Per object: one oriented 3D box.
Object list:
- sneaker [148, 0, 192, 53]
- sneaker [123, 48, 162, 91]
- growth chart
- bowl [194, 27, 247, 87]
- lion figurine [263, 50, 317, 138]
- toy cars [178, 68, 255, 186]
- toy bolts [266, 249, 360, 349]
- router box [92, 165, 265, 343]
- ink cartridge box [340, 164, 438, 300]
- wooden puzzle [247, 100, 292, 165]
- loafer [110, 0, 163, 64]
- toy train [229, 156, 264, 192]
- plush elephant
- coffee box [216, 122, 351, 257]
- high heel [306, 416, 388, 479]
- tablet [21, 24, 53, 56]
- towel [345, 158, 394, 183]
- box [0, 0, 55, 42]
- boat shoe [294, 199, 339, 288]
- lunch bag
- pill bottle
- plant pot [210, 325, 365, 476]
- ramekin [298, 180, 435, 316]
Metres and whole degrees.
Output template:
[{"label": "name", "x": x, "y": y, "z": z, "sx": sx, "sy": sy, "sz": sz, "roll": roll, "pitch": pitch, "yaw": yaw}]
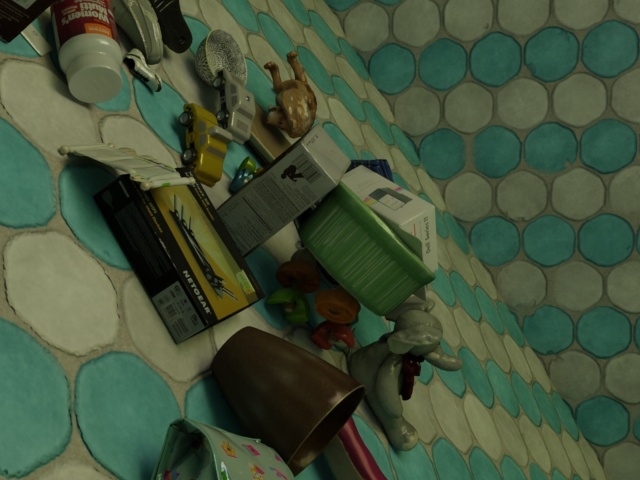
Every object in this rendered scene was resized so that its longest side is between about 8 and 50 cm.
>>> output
[{"label": "sneaker", "x": -0.387, "y": -0.557, "z": 1.877, "sx": 0.130, "sy": 0.087, "sz": 0.228, "roll": 32, "pitch": -25, "yaw": 29}, {"label": "sneaker", "x": -0.397, "y": -0.373, "z": 1.771, "sx": 0.109, "sy": 0.040, "sz": 0.044, "roll": 51, "pitch": 39, "yaw": -9}, {"label": "growth chart", "x": -0.340, "y": -0.137, "z": 1.419, "sx": 0.237, "sy": 0.021, "sz": 0.172, "roll": 23, "pitch": 16, "yaw": 26}, {"label": "bowl", "x": -0.270, "y": -0.452, "z": 2.047, "sx": 0.170, "sy": 0.080, "sz": 0.170, "roll": 27, "pitch": 58, "yaw": -53}, {"label": "lion figurine", "x": -0.068, "y": -0.390, "z": 2.297, "sx": 0.392, "sy": 0.142, "sz": 0.240, "roll": 6, "pitch": 63, "yaw": -79}, {"label": "toy cars", "x": -0.223, "y": -0.281, "z": 1.865, "sx": 0.176, "sy": 0.087, "sz": 0.394, "roll": 59, "pitch": 29, "yaw": -23}, {"label": "toy bolts", "x": 0.029, "y": 0.122, "z": 1.770, "sx": 0.228, "sy": 0.218, "sz": 0.159, "roll": 48, "pitch": 48, "yaw": -39}, {"label": "router box", "x": -0.255, "y": 0.016, "z": 1.492, "sx": 0.309, "sy": 0.081, "sz": 0.243, "roll": 59, "pitch": 22, "yaw": 3}, {"label": "ink cartridge box", "x": 0.181, "y": -0.022, "z": 1.996, "sx": 0.353, "sy": 0.119, "sz": 0.207, "roll": 36, "pitch": -34, "yaw": 43}, {"label": "wooden puzzle", "x": -0.141, "y": -0.264, "z": 2.155, "sx": 0.221, "sy": 0.044, "sz": 0.239, "roll": 49, "pitch": 18, "yaw": -21}, {"label": "loafer", "x": -0.456, "y": -0.538, "z": 1.790, "sx": 0.111, "sy": 0.112, "sz": 0.320, "roll": -27, "pitch": 90, "yaw": -31}, {"label": "toy train", "x": -0.140, "y": -0.155, "z": 1.951, "sx": 0.143, "sy": 0.105, "sz": 0.248, "roll": 35, "pitch": 29, "yaw": -18}, {"label": "plush elephant", "x": 0.210, "y": 0.272, "z": 1.900, "sx": 0.330, "sy": 0.255, "sz": 0.272, "roll": 52, "pitch": 23, "yaw": -15}, {"label": "coffee box", "x": -0.093, "y": -0.098, "z": 1.692, "sx": 0.119, "sy": 0.297, "sz": 0.168, "roll": 49, "pitch": 24, "yaw": -9}, {"label": "high heel", "x": 0.083, "y": 0.420, "z": 1.573, "sx": 0.377, "sy": 0.127, "sz": 0.181, "roll": 50, "pitch": 43, "yaw": -12}, {"label": "tablet", "x": -0.547, "y": -0.390, "z": 1.510, "sx": 0.083, "sy": 0.006, "sz": 0.054, "roll": 51, "pitch": 23, "yaw": -18}, {"label": "towel", "x": 0.127, "y": -0.122, "z": 2.209, "sx": 0.336, "sy": 0.040, "sz": 0.243, "roll": 13, "pitch": -48, "yaw": 61}, {"label": "box", "x": -0.567, "y": -0.498, "z": 1.395, "sx": 0.168, "sy": 0.167, "sz": 0.203, "roll": 30, "pitch": 35, "yaw": -48}, {"label": "boat shoe", "x": 0.003, "y": -0.003, "z": 2.020, "sx": 0.105, "sy": 0.113, "sz": 0.306, "roll": 22, "pitch": 39, "yaw": -46}, {"label": "lunch bag", "x": -0.128, "y": 0.397, "z": 1.158, "sx": 0.223, "sy": 0.160, "sz": 0.262, "roll": 33, "pitch": 29, "yaw": -45}, {"label": "pill bottle", "x": -0.452, "y": -0.383, "z": 1.547, "sx": 0.121, "sy": 0.121, "sz": 0.221, "roll": 27, "pitch": 37, "yaw": -52}, {"label": "plant pot", "x": -0.077, "y": 0.265, "z": 1.401, "sx": 0.230, "sy": 0.215, "sz": 0.215, "roll": 39, "pitch": 16, "yaw": 19}, {"label": "ramekin", "x": 0.092, "y": 0.023, "z": 1.727, "sx": 0.303, "sy": 0.148, "sz": 0.303, "roll": 44, "pitch": 5, "yaw": -5}]
